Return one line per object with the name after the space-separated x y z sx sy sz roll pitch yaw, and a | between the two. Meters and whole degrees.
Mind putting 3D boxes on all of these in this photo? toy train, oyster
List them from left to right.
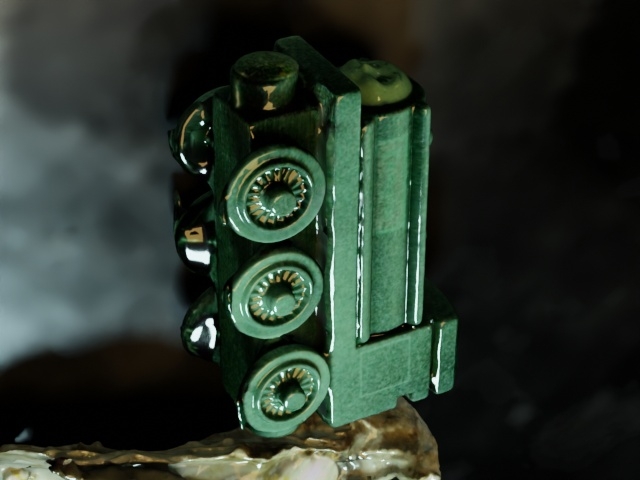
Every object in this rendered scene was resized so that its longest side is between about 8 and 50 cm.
-0.059 0.102 0.720 0.200 0.061 0.106 8 136 -25 | oyster
0.000 0.000 0.658 0.111 0.071 0.170 -17 127 -24 | toy train
